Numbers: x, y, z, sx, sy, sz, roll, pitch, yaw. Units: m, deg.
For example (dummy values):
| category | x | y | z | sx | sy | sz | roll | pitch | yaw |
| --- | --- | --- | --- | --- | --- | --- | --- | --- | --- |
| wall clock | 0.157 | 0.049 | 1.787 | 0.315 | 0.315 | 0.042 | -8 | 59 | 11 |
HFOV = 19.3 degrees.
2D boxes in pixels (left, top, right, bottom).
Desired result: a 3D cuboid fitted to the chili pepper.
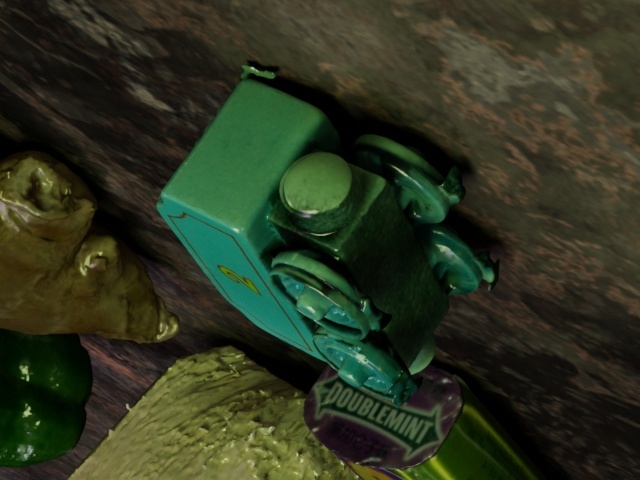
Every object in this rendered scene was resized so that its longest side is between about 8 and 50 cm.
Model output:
| category | x | y | z | sx | sy | sz | roll | pitch | yaw |
| --- | --- | --- | --- | --- | --- | --- | --- | --- | --- |
| chili pepper | -0.379 | 0.100 | 1.697 | 0.385 | 0.213 | 0.167 | 15 | 154 | -30 |

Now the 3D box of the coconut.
| category | x | y | z | sx | sy | sz | roll | pitch | yaw |
| --- | --- | --- | --- | --- | --- | --- | --- | --- | --- |
| coconut | -0.085 | 0.272 | 1.575 | 0.297 | 0.309 | 0.297 | 37 | 169 | 8 |

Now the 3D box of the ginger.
| category | x | y | z | sx | sy | sz | roll | pitch | yaw |
| --- | --- | --- | --- | --- | --- | --- | --- | --- | --- |
| ginger | -0.228 | 0.006 | 1.438 | 0.270 | 0.123 | 0.219 | 9 | 150 | -25 |

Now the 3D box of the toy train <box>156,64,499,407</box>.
| category | x | y | z | sx | sy | sz | roll | pitch | yaw |
| --- | --- | --- | --- | --- | --- | --- | --- | --- | --- |
| toy train | 0.000 | 0.000 | 1.092 | 0.163 | 0.112 | 0.203 | 25 | 160 | 29 |

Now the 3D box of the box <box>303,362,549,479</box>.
| category | x | y | z | sx | sy | sz | roll | pitch | yaw |
| --- | --- | --- | --- | --- | --- | --- | --- | --- | --- |
| box | 0.122 | 0.210 | 1.490 | 0.134 | 0.097 | 0.345 | 16 | 159 | 39 |
